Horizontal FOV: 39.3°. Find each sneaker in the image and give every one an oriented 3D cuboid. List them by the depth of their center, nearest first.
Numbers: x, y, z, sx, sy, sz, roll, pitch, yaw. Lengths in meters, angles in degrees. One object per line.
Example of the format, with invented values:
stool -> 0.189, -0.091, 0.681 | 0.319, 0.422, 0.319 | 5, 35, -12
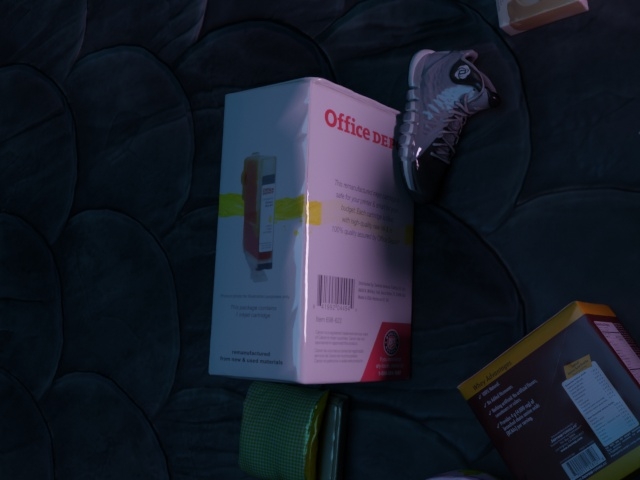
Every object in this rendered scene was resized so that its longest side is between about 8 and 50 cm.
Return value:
sneaker -> 0.186, -0.165, 1.258 | 0.132, 0.086, 0.229 | -1, 82, 32

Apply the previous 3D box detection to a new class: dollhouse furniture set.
dollhouse furniture set -> -0.078, 0.364, 1.327 | 0.197, 0.151, 0.301 | 1, 84, 35

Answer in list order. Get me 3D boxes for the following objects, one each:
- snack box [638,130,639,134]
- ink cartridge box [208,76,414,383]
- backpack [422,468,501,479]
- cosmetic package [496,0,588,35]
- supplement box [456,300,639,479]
snack box -> 0.452, -0.053, 0.984 | 0.070, 0.207, 0.174 | -41, 64, 24
ink cartridge box -> 0.000, 0.000, 1.246 | 0.160, 0.279, 0.385 | -2, 82, 35
backpack -> 0.196, 0.456, 1.082 | 0.290, 0.273, 0.355 | -39, 79, 20
cosmetic package -> 0.301, -0.328, 1.224 | 0.115, 0.041, 0.060 | -14, 76, 33
supplement box -> 0.313, 0.207, 1.093 | 0.191, 0.129, 0.194 | -42, 63, 23
